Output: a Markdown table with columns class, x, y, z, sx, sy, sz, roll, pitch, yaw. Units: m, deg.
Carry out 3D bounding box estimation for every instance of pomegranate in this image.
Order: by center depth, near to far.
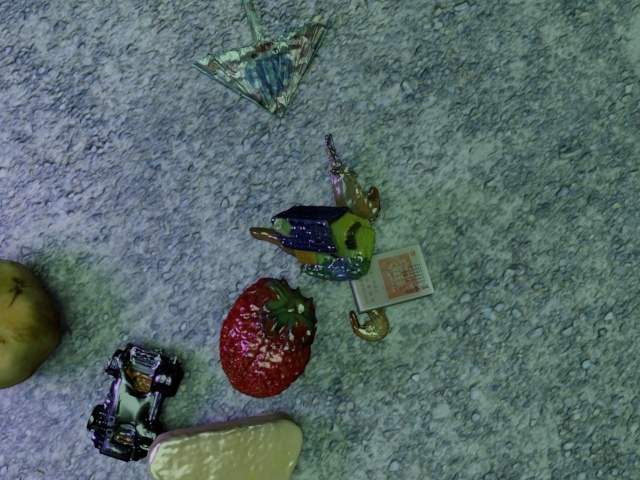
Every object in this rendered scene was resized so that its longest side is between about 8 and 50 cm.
| class | x | y | z | sx | sy | sz | roll | pitch | yaw |
| --- | --- | --- | --- | --- | --- | --- | --- | --- | --- |
| pomegranate | -0.819 | 0.209 | 1.378 | 0.333 | 0.332 | 0.332 | 0 | 88 | 1 |

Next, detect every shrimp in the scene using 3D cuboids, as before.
| class | x | y | z | sx | sy | sz | roll | pitch | yaw |
| --- | --- | --- | --- | --- | --- | --- | --- | --- | --- |
| shrimp | 0.082 | -0.163 | 1.493 | 0.117 | 0.066 | 0.262 | -18 | 102 | -14 |
| shrimp | 0.117 | 0.197 | 1.496 | 0.095 | 0.045 | 0.162 | -33 | 92 | 22 |

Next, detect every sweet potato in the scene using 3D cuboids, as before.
| class | x | y | z | sx | sy | sz | roll | pitch | yaw |
| --- | --- | --- | --- | --- | --- | --- | --- | --- | --- |
| sweet potato | -0.105 | -0.001 | 1.495 | 0.182 | 0.054 | 0.053 | 26 | 83 | 4 |

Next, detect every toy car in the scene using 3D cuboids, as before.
| class | x | y | z | sx | sy | sz | roll | pitch | yaw |
| --- | --- | --- | --- | --- | --- | --- | --- | --- | --- |
| toy car | -0.482 | 0.419 | 1.455 | 0.193 | 0.118 | 0.301 | 19 | 89 | -4 |

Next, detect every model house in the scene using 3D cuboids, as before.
| class | x | y | z | sx | sy | sz | roll | pitch | yaw |
| --- | --- | --- | --- | --- | --- | --- | --- | --- | --- |
| model house | 0.000 | 0.000 | 1.372 | 0.194 | 0.211 | 0.170 | 6 | 78 | 39 |

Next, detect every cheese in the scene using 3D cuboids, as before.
| class | x | y | z | sx | sy | sz | roll | pitch | yaw |
| --- | --- | --- | --- | --- | --- | --- | --- | --- | --- |
| cheese | -0.225 | 0.629 | 1.400 | 0.384 | 0.104 | 0.383 | 1 | 87 | -16 |

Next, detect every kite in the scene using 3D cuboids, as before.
| class | x | y | z | sx | sy | sz | roll | pitch | yaw |
| --- | --- | --- | --- | --- | --- | --- | --- | --- | --- |
| kite | -0.154 | -0.505 | 1.534 | 0.406 | 0.014 | 0.368 | -16 | 87 | 1 |

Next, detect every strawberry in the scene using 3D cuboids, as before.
| class | x | y | z | sx | sy | sz | roll | pitch | yaw |
| --- | --- | --- | --- | --- | --- | --- | --- | --- | --- |
| strawberry | -0.145 | 0.249 | 1.404 | 0.238 | 0.250 | 0.288 | 42 | 115 | -4 |

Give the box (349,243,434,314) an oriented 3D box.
| class | x | y | z | sx | sy | sz | roll | pitch | yaw |
| --- | --- | --- | --- | --- | --- | --- | --- | --- | --- |
| box | 0.178 | 0.101 | 1.458 | 0.201 | 0.058 | 0.141 | -12 | 75 | -7 |
